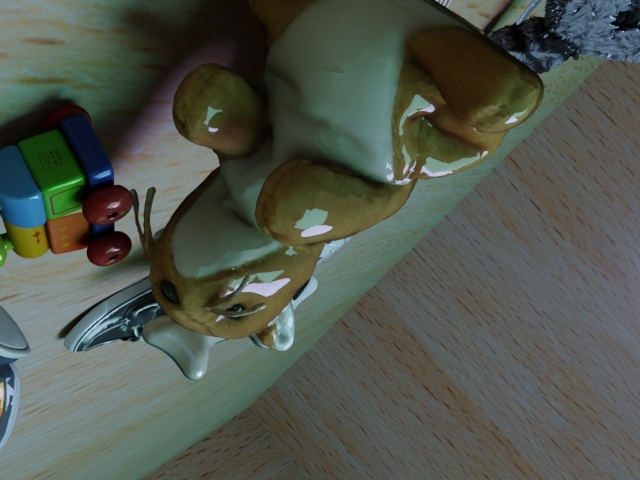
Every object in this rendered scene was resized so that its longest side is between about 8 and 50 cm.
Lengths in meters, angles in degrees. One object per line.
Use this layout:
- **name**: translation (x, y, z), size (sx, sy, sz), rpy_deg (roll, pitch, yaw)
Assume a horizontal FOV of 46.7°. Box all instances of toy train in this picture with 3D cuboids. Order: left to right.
- **toy train**: translation (-0.259, -0.007, 0.678), size (0.143, 0.105, 0.248), rpy_deg (-24, 163, -24)

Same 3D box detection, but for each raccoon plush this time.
- **raccoon plush**: translation (0.455, -0.472, 1.235), size (0.216, 0.446, 0.299), rpy_deg (36, 63, -47)

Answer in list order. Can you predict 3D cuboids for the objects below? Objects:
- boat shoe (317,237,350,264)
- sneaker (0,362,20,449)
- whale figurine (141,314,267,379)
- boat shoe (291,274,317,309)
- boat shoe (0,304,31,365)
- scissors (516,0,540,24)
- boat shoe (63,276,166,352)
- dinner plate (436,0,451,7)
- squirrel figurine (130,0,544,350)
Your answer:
- **boat shoe**: translation (0.000, 0.000, 1.539), size (0.084, 0.095, 0.258), rpy_deg (-41, 168, -22)
- **sneaker**: translation (-0.471, 0.237, 0.798), size (0.321, 0.125, 0.180), rpy_deg (-45, 169, 17)
- **whale figurine**: translation (-0.158, 0.089, 1.078), size (0.141, 0.216, 0.272), rpy_deg (-40, -168, 44)
- **boat shoe**: translation (-0.082, 0.154, 1.934), size (0.184, 0.066, 0.063), rpy_deg (-38, 154, -5)
- **boat shoe**: translation (-0.360, 0.088, 0.682), size (0.079, 0.095, 0.254), rpy_deg (-42, 167, -3)
- **scissors**: translation (0.333, -0.384, 0.909), size (0.297, 0.021, 0.109), rpy_deg (-45, 169, 31)
- **boat shoe**: translation (-0.276, 0.112, 1.112), size (0.219, 0.070, 0.078), rpy_deg (-33, 166, -35)
- **dinner plate**: translation (0.127, -0.303, 1.019), size (0.141, 0.017, 0.141), rpy_deg (-40, 168, -10)
- **squirrel figurine**: translation (-0.001, -0.075, 0.730), size (0.371, 0.281, 0.397), rpy_deg (-58, 173, 21)
